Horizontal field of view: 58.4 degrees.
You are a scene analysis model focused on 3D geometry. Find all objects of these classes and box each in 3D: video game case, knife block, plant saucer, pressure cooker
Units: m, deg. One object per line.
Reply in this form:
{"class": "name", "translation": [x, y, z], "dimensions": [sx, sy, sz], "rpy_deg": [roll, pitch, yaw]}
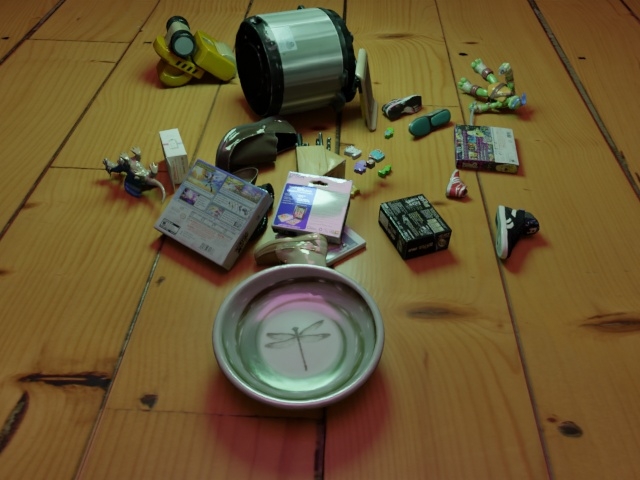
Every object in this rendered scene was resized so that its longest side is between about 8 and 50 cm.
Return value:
{"class": "video game case", "translation": [-0.308, -0.078, 1.646], "dimensions": [0.270, 0.061, 0.244], "rpy_deg": [27, 81, 24]}
{"class": "video game case", "translation": [0.000, 0.000, 1.677], "dimensions": [0.201, 0.023, 0.183], "rpy_deg": [-27, 50, -27]}
{"class": "video game case", "translation": [0.582, -0.328, 2.025], "dimensions": [0.210, 0.041, 0.232], "rpy_deg": [6, 43, 5]}
{"class": "knife block", "translation": [-0.048, -0.253, 1.899], "dimensions": [0.242, 0.088, 0.276], "rpy_deg": [30, 51, 28]}
{"class": "plant saucer", "translation": [-0.051, 0.234, 1.363], "dimensions": [0.401, 0.100, 0.400], "rpy_deg": [0, 47, 0]}
{"class": "pressure cooker", "translation": [-0.062, -0.655, 2.110], "dimensions": [0.421, 0.369, 0.375], "rpy_deg": [-18, 31, -23]}
{"class": "plant saucer", "translation": [-0.276, -0.159, 1.784], "dimensions": [0.199, 0.036, 0.198], "rpy_deg": [-22, 27, 12]}

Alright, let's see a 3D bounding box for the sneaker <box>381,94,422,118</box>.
{"class": "sneaker", "translation": [0.313, -0.529, 2.216], "dimensions": [0.178, 0.071, 0.077], "rpy_deg": [-19, 36, -28]}

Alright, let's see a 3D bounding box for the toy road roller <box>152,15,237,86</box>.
{"class": "toy road roller", "translation": [-0.531, -0.737, 2.359], "dimensions": [0.330, 0.240, 0.202], "rpy_deg": [21, 30, -37]}

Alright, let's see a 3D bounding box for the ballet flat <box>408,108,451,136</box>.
{"class": "ballet flat", "translation": [0.394, -0.437, 2.132], "dimensions": [0.213, 0.072, 0.068], "rpy_deg": [-25, 22, -26]}

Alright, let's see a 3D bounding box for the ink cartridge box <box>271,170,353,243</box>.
{"class": "ink cartridge box", "translation": [-0.020, -0.100, 1.698], "dimensions": [0.207, 0.045, 0.208], "rpy_deg": [10, 61, 9]}

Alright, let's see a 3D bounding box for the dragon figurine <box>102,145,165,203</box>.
{"class": "dragon figurine", "translation": [-0.577, -0.198, 1.827], "dimensions": [0.289, 0.144, 0.085], "rpy_deg": [41, 52, 11]}

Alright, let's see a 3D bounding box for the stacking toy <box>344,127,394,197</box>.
{"class": "stacking toy", "translation": [0.155, -0.255, 1.847], "dimensions": [0.052, 0.166, 0.221], "rpy_deg": [35, 54, 30]}

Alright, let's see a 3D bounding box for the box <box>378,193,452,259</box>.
{"class": "box", "translation": [0.275, -0.043, 1.689], "dimensions": [0.148, 0.077, 0.180], "rpy_deg": [-15, 46, -16]}

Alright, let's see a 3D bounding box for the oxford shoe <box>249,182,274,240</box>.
{"class": "oxford shoe", "translation": [-0.209, -0.080, 1.731], "dimensions": [0.096, 0.082, 0.227], "rpy_deg": [-6, 40, 19]}

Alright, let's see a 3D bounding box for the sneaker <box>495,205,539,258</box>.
{"class": "sneaker", "translation": [0.581, -0.026, 1.676], "dimensions": [0.121, 0.079, 0.216], "rpy_deg": [7, 42, 9]}

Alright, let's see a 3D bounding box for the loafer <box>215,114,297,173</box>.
{"class": "loafer", "translation": [-0.203, -0.324, 1.928], "dimensions": [0.130, 0.133, 0.366], "rpy_deg": [32, 47, 22]}

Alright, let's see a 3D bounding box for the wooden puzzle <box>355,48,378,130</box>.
{"class": "wooden puzzle", "translation": [0.167, -0.560, 2.131], "dimensions": [0.044, 0.238, 0.220], "rpy_deg": [-7, 41, 15]}

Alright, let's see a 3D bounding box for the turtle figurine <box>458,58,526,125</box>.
{"class": "turtle figurine", "translation": [0.636, -0.598, 2.204], "dimensions": [0.275, 0.197, 0.266], "rpy_deg": [-15, 42, -21]}

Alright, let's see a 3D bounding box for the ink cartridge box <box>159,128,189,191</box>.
{"class": "ink cartridge box", "translation": [-0.474, -0.264, 1.880], "dimensions": [0.067, 0.115, 0.198], "rpy_deg": [-13, 46, -15]}

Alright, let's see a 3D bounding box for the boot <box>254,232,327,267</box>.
{"class": "boot", "translation": [-0.079, 0.076, 1.553], "dimensions": [0.213, 0.077, 0.165], "rpy_deg": [-12, 57, 11]}

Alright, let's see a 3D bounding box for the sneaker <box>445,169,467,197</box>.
{"class": "sneaker", "translation": [0.454, -0.183, 1.868], "dimensions": [0.067, 0.042, 0.118], "rpy_deg": [14, 52, 18]}
